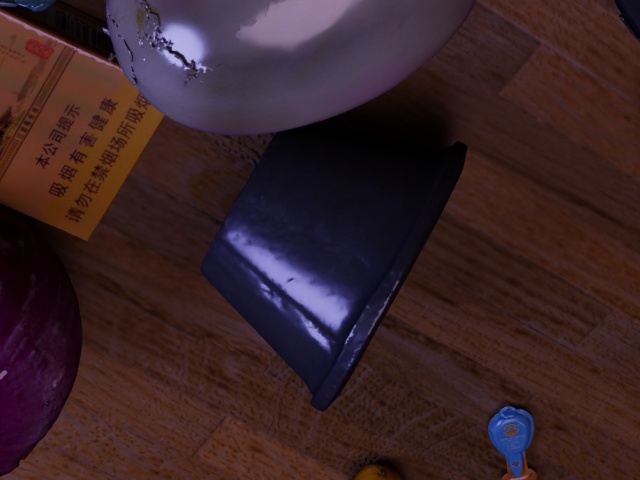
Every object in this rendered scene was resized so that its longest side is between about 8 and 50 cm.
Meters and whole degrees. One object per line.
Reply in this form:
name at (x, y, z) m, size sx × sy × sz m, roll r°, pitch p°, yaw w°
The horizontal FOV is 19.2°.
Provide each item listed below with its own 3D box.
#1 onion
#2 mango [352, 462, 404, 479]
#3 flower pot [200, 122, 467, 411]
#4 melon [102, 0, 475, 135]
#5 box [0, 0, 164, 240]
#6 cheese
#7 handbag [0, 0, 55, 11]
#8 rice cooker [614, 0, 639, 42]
onion at (-0.334, 0.070, 1.657) m, size 0.256 × 0.272 × 0.230 m, roll -17°, pitch 140°, yaw -36°
mango at (0.063, 0.265, 1.948) m, size 0.060 × 0.046 × 0.089 m, roll -15°, pitch 136°, yaw 6°
flower pot at (0.000, 0.000, 1.670) m, size 0.166 × 0.269 × 0.269 m, roll 27°, pitch 119°, yaw 1°
melon at (-0.024, -0.205, 1.518) m, size 0.317 × 0.223 × 0.223 m, roll -18°, pitch 124°, yaw 5°
box at (-0.282, -0.132, 1.625) m, size 0.274 × 0.076 × 0.174 m, roll 24°, pitch 116°, yaw -21°
cheese at (0.199, 0.213, 1.944) m, size 0.047 × 0.017 × 0.111 m, roll -9°, pitch 124°, yaw 3°
handbag at (-0.303, -0.323, 1.440) m, size 0.268 × 0.100 × 0.274 m, roll 12°, pitch 104°, yaw -13°
rice cooker at (0.311, -0.233, 1.600) m, size 0.142 × 0.118 × 0.203 m, roll -31°, pitch 121°, yaw 13°
